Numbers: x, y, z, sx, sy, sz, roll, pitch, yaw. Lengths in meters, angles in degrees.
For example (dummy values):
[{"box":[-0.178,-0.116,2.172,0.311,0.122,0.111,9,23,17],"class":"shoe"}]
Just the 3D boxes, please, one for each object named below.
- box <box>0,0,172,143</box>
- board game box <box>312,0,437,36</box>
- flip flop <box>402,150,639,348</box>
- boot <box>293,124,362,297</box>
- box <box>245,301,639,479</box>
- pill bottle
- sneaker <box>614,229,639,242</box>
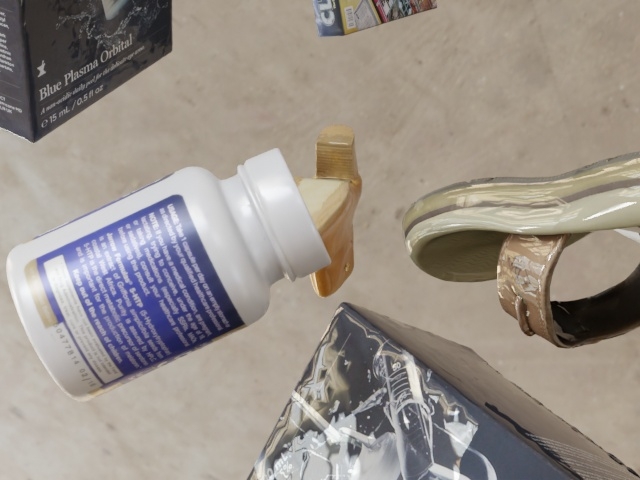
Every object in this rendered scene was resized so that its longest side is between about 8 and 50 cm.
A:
[{"box":[-0.180,-0.176,0.796,0.093,0.156,0.158,23,133,21],"class":"box"},{"box":[0.047,-0.358,1.297,0.042,0.165,0.243,7,113,44],"class":"board game box"},{"box":[0.124,0.009,0.528,0.112,0.080,0.277,-3,178,-25],"class":"flip flop"},{"box":[-0.001,-0.001,1.608,0.104,0.295,0.211,8,127,15],"class":"boot"},{"box":[0.079,0.278,0.924,0.179,0.343,0.312,23,-172,-38],"class":"box"},{"box":[-0.094,0.017,0.767,0.186,0.112,0.112,-25,128,0],"class":"pill bottle"},{"box":[0.486,-0.092,1.343,0.322,0.130,0.236,15,106,2],"class":"sneaker"}]
